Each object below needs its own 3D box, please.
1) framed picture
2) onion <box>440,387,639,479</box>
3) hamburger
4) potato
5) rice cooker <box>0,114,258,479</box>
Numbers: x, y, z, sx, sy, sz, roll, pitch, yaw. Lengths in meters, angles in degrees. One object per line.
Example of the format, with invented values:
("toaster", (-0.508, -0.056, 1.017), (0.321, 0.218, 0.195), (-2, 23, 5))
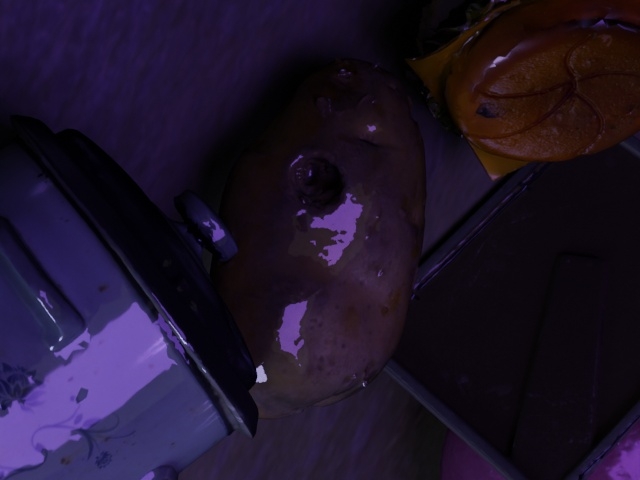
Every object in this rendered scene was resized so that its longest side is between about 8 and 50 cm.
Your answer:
("framed picture", (0.229, 0.050, 1.026), (0.335, 0.247, 0.022), (-44, 154, -12))
("onion", (0.315, 0.241, 1.124), (0.358, 0.345, 0.358), (-37, 153, -23))
("hamburger", (0.194, -0.167, 0.919), (0.261, 0.139, 0.243), (-17, 148, 18))
("potato", (0.000, 0.000, 0.902), (0.191, 0.141, 0.296), (15, 93, -46))
("rice cooker", (-0.185, 0.072, 0.736), (0.316, 0.264, 0.317), (-37, 165, -11))
